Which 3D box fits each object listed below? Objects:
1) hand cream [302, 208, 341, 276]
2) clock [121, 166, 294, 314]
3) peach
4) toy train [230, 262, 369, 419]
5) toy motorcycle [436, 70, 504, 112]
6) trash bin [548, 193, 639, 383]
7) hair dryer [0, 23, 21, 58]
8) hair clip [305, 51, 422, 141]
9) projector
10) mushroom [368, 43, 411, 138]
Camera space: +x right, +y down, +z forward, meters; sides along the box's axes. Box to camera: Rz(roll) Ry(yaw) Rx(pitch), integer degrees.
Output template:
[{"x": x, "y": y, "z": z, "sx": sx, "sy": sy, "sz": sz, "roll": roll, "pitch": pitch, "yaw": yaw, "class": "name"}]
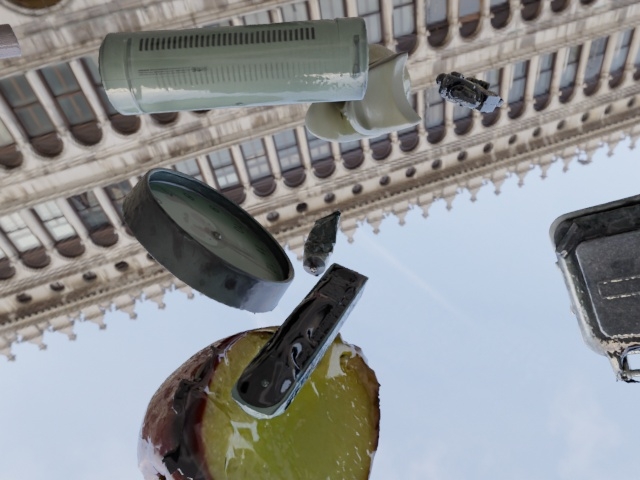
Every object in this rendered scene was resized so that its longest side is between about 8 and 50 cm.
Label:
[{"x": 0.000, "y": -0.001, "z": 1.109, "sx": 0.075, "sy": 0.052, "sz": 0.248, "roll": 0, "pitch": -147, "yaw": 10, "class": "hand cream"}, {"x": -0.181, "y": -0.006, "z": 0.814, "sx": 0.066, "sy": 0.318, "sz": 0.319, "roll": -49, "pitch": -138, "yaw": 11, "class": "clock"}, {"x": -0.073, "y": 0.245, "z": 0.599, "sx": 0.201, "sy": 0.258, "sz": 0.361, "roll": -37, "pitch": 172, "yaw": 33, "class": "peach"}, {"x": -0.012, "y": 0.085, "z": 0.422, "sx": 0.043, "sy": 0.047, "sz": 0.207, "roll": 24, "pitch": -148, "yaw": 14, "class": "toy train"}, {"x": 0.295, "y": -0.304, "z": 0.952, "sx": 0.124, "sy": 0.061, "sz": 0.193, "roll": 41, "pitch": -144, "yaw": 24, "class": "toy motorcycle"}, {"x": 0.592, "y": 0.046, "z": 0.819, "sx": 0.255, "sy": 0.296, "sz": 0.367, "roll": -20, "pitch": 180, "yaw": 40, "class": "trash bin"}, {"x": -0.541, "y": -0.319, "z": 0.665, "sx": 0.195, "sy": 0.054, "sz": 0.220, "roll": -27, "pitch": -178, "yaw": -34, "class": "hair dryer"}, {"x": 0.099, "y": -0.308, "z": 1.073, "sx": 0.113, "sy": 0.173, "sz": 0.282, "roll": 4, "pitch": -151, "yaw": 47, "class": "hair clip"}, {"x": -0.108, "y": -0.232, "z": 0.627, "sx": 0.337, "sy": 0.108, "sz": 0.108, "roll": -4, "pitch": -140, "yaw": -1, "class": "projector"}, {"x": 0.138, "y": -0.384, "z": 1.242, "sx": 0.246, "sy": 0.246, "sz": 0.202, "roll": -27, "pitch": -133, "yaw": -17, "class": "mushroom"}]
